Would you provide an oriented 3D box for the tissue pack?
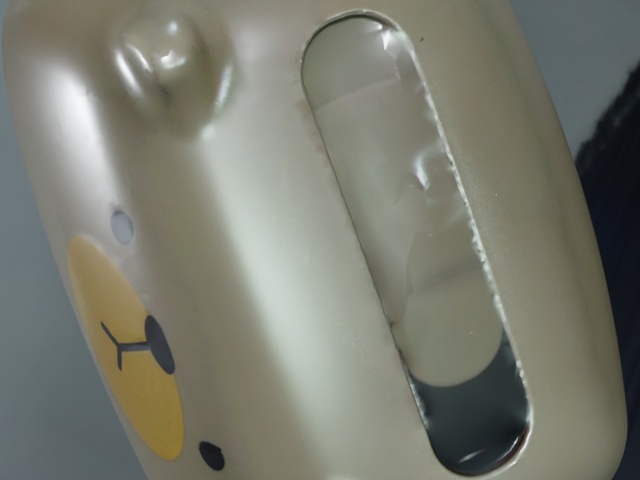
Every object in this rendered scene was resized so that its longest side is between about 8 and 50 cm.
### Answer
[{"bbox_3d":[0.000,0.000,0.727,0.277,0.267,0.387,15,125,71],"label":"tissue pack"}]
